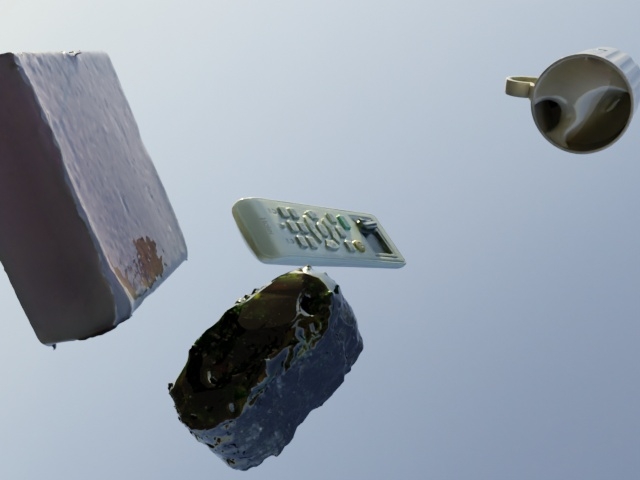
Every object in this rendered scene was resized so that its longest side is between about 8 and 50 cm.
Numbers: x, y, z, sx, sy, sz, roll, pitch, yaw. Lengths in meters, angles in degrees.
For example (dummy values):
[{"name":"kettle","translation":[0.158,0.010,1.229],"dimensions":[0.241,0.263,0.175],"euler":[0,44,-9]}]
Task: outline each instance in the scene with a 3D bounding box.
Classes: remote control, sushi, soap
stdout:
[{"name":"remote control","translation":[0.001,-0.001,1.263],"dimensions":[0.051,0.293,0.103],"euler":[-49,-122,29]},{"name":"sushi","translation":[-0.059,0.131,1.006],"dimensions":[0.225,0.127,0.124],"euler":[-44,-134,-17]},{"name":"soap","translation":[-0.260,-0.061,1.000],"dimensions":[0.107,0.286,0.296],"euler":[-20,-172,9]}]

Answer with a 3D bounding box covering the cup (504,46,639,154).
[{"name":"cup","translation":[0.453,-0.268,1.602],"dimensions":[0.167,0.221,0.202],"euler":[-55,168,30]}]
